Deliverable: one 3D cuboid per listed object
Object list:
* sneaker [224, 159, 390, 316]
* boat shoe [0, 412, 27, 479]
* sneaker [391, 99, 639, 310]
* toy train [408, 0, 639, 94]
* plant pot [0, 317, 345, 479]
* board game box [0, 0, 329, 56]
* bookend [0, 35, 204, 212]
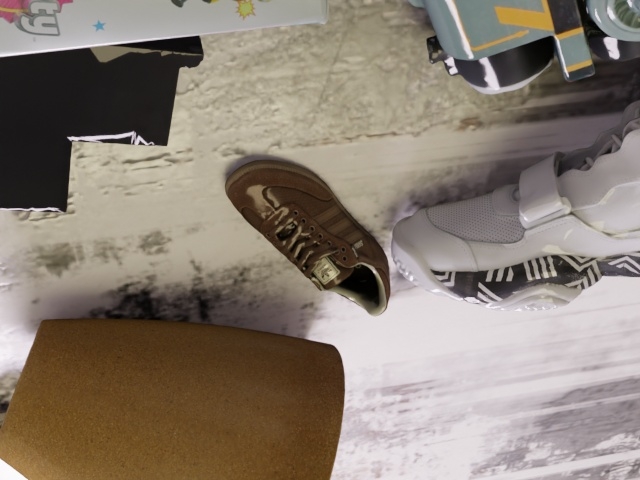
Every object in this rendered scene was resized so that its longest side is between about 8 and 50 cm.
[{"bbox_3d":[0.000,0.000,0.776,0.066,0.071,0.188,-40,130,21],"label":"sneaker"},{"bbox_3d":[-0.306,0.299,0.943,0.113,0.103,0.302,1,131,-17],"label":"boat shoe"},{"bbox_3d":[0.230,-0.064,0.735,0.365,0.137,0.210,-2,113,17],"label":"sneaker"},{"bbox_3d":[0.119,-0.232,0.562,0.190,0.142,0.334,-16,137,16],"label":"toy train"},{"bbox_3d":[-0.140,0.163,0.805,0.254,0.237,0.237,21,124,-14],"label":"plant pot"},{"bbox_3d":[-0.166,-0.178,0.457,0.303,0.224,0.098,-9,129,-7],"label":"board game box"},{"bbox_3d":[-0.174,-0.090,0.642,0.157,0.072,0.156,1,132,-18],"label":"bookend"}]
